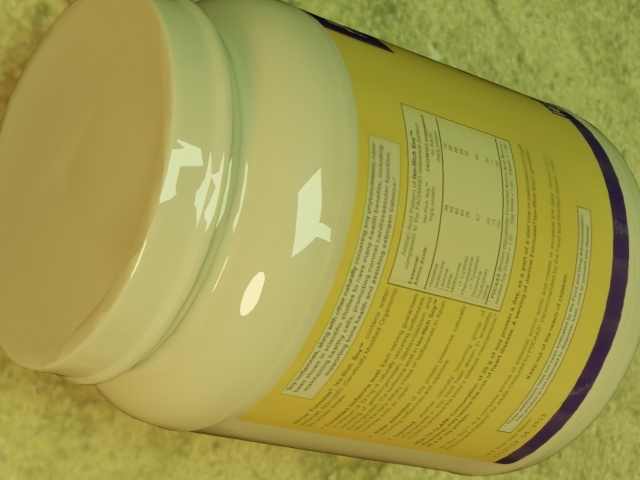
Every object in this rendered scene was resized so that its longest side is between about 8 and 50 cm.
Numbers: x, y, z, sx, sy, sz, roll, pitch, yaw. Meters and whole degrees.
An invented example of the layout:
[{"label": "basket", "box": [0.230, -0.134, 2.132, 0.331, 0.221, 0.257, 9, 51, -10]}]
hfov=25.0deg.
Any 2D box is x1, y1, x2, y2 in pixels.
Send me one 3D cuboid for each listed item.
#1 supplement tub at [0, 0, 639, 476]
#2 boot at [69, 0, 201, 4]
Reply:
[{"label": "supplement tub", "box": [0.000, 0.000, 0.828, 0.331, 0.241, 0.241, 15, 79, -36]}, {"label": "boot", "box": [-0.094, -0.170, 0.836, 0.258, 0.123, 0.095, 43, 64, -28]}]
